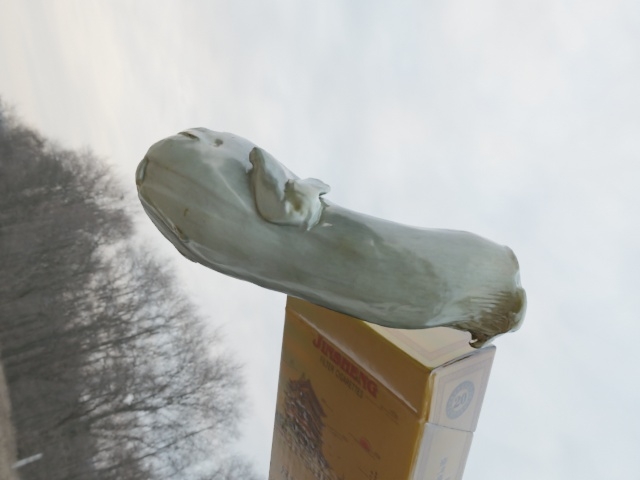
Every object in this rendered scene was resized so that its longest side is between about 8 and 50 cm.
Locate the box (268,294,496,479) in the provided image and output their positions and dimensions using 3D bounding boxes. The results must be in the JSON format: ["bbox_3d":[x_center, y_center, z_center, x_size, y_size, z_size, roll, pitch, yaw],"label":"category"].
[{"bbox_3d":[0.036,0.173,0.521,0.174,0.076,0.274,31,-58,45],"label":"box"}]

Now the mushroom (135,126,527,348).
[{"bbox_3d":[-0.002,0.000,0.397,0.277,0.096,0.099,21,-76,15],"label":"mushroom"}]
